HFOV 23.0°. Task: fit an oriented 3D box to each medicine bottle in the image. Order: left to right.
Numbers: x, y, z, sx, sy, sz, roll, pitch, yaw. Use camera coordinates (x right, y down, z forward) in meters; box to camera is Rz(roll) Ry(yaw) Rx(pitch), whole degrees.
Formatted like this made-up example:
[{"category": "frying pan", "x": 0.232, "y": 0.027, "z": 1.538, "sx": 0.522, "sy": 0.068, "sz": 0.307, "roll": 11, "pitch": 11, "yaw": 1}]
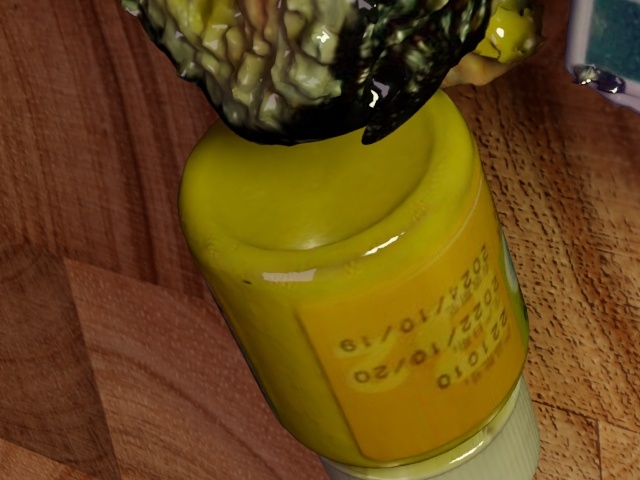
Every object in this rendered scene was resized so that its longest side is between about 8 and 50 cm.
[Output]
[{"category": "medicine bottle", "x": 0.050, "y": 0.065, "z": 1.243, "sx": 0.224, "sy": 0.224, "sz": 0.384, "roll": 17, "pitch": 147, "yaw": 34}]

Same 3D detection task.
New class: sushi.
[{"category": "sushi", "x": 0.032, "y": -0.252, "z": 1.039, "sx": 0.328, "sy": 0.285, "sz": 0.328, "roll": 54, "pitch": 146, "yaw": 29}]

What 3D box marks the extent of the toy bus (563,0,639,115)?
[{"category": "toy bus", "x": 0.279, "y": -0.255, "z": 0.858, "sx": 0.249, "sy": 0.209, "sz": 0.440, "roll": 25, "pitch": 133, "yaw": 29}]
